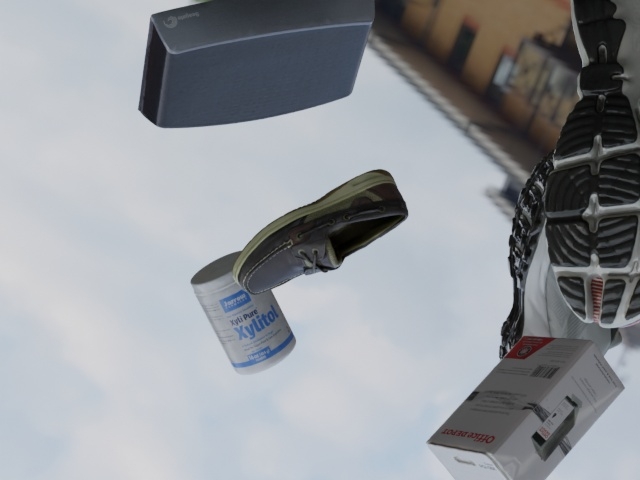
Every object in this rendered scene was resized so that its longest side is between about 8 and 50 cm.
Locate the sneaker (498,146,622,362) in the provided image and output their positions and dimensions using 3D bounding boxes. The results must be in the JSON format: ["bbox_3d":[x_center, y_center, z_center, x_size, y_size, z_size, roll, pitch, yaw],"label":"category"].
[{"bbox_3d":[0.227,0.041,1.417,0.108,0.271,0.100,2,-164,-3],"label":"sneaker"}]

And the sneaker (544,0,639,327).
[{"bbox_3d":[0.223,-0.070,1.033,0.107,0.279,0.118,2,163,28],"label":"sneaker"}]

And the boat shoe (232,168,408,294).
[{"bbox_3d":[0.000,0.000,1.230,0.049,0.152,0.056,58,-175,37],"label":"boat shoe"}]

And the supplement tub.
[{"bbox_3d":[-0.075,0.072,1.518,0.071,0.071,0.107,-90,-26,-71],"label":"supplement tub"}]

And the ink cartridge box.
[{"bbox_3d":[0.168,0.144,1.269,0.056,0.135,0.099,53,158,-17],"label":"ink cartridge box"}]

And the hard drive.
[{"bbox_3d":[-0.067,-0.198,1.693,0.254,0.172,0.054,-12,-122,-21],"label":"hard drive"}]
